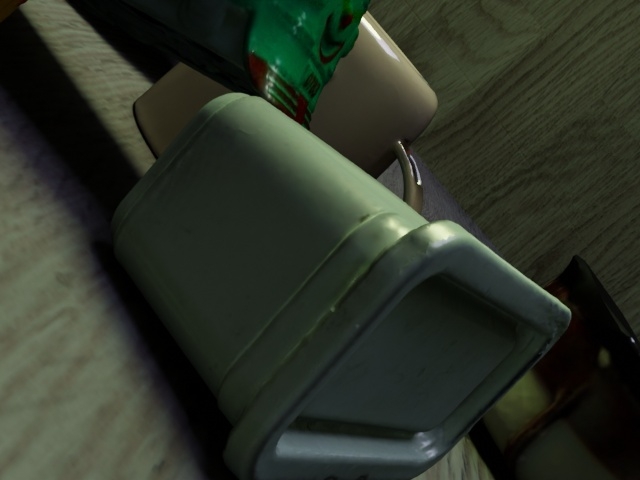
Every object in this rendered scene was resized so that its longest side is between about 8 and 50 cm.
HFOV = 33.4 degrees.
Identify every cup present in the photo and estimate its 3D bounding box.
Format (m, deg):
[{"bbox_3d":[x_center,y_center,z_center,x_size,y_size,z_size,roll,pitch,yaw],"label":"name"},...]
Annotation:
[{"bbox_3d":[-0.004,-0.090,0.908,0.253,0.200,0.191,54,11,18],"label":"cup"}]

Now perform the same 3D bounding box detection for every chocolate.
[{"bbox_3d":[0.266,0.183,1.117,0.283,0.186,0.283,57,8,-13],"label":"chocolate"}]

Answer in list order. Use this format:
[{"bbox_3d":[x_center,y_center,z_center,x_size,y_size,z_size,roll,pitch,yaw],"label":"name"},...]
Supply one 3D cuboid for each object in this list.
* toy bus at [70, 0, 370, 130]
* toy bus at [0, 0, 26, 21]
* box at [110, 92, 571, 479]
[{"bbox_3d":[-0.112,-0.236,0.730,0.344,0.199,0.183,31,-1,11],"label":"toy bus"},{"bbox_3d":[-0.222,-0.171,0.477,0.209,0.136,0.126,52,11,14],"label":"toy bus"},{"bbox_3d":[0.014,0.033,0.686,0.182,0.175,0.312,46,9,27],"label":"box"}]
